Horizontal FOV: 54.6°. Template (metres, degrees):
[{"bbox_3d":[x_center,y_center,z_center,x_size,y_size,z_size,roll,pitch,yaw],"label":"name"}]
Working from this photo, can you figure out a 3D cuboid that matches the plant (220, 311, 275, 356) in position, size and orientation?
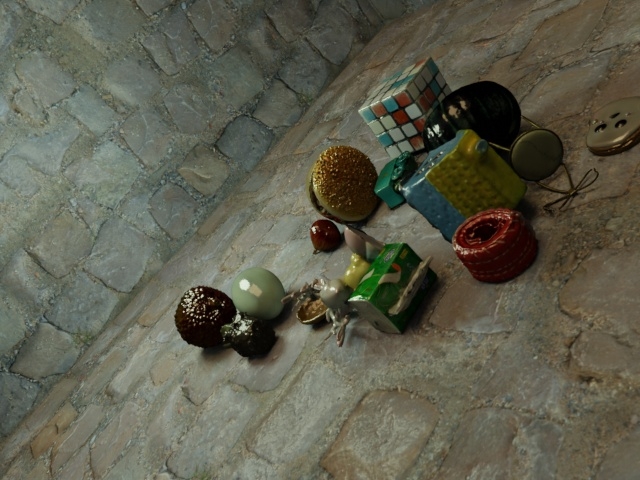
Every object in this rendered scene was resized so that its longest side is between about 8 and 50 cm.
[{"bbox_3d":[-0.254,0.319,2.107,0.203,0.131,0.142,-13,47,47],"label":"plant"}]

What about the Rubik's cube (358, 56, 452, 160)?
[{"bbox_3d":[0.349,-0.506,2.395,0.256,0.253,0.259,-17,28,45],"label":"Rubik's cube"}]

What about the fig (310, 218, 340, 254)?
[{"bbox_3d":[-0.002,-0.011,2.305,0.153,0.119,0.119,-34,25,23],"label":"fig"}]

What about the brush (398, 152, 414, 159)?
[{"bbox_3d":[0.332,-0.336,2.459,0.170,0.014,0.043,-30,25,30],"label":"brush"}]

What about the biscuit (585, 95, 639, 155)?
[{"bbox_3d":[0.787,-0.309,1.638,0.181,0.049,0.208,-18,32,47],"label":"biscuit"}]

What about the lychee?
[{"bbox_3d":[-0.438,0.294,2.343,0.271,0.236,0.236,-47,16,37],"label":"lychee"}]

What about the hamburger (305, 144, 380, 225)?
[{"bbox_3d":[0.088,-0.206,2.296,0.302,0.302,0.170,-53,17,-22],"label":"hamburger"}]

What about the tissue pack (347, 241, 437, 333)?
[{"bbox_3d":[0.212,0.128,1.674,0.209,0.148,0.156,-53,23,-24],"label":"tissue pack"}]

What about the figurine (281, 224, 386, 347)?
[{"bbox_3d":[0.049,0.121,1.794,0.316,0.206,0.284,-61,-6,9],"label":"figurine"}]

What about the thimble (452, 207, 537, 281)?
[{"bbox_3d":[0.432,0.013,1.553,0.189,0.125,0.163,-19,35,43],"label":"thimble"}]

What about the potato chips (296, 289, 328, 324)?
[{"bbox_3d":[0.017,0.201,1.987,0.202,0.049,0.150,-45,27,-3],"label":"potato chips"}]

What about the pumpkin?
[{"bbox_3d":[0.476,-0.341,1.926,0.315,0.238,0.315,-27,-17,-9],"label":"pumpkin"}]

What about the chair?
[{"bbox_3d":[0.590,-0.222,1.674,0.159,0.170,0.326,-37,17,11],"label":"chair"}]

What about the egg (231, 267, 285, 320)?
[{"bbox_3d":[-0.218,0.194,2.209,0.183,0.183,0.264,-46,29,-8],"label":"egg"}]

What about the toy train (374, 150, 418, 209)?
[{"bbox_3d":[0.281,-0.219,2.216,0.163,0.112,0.203,-31,23,38],"label":"toy train"}]

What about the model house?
[{"bbox_3d":[0.395,-0.159,1.683,0.215,0.237,0.303,-50,7,-20],"label":"model house"}]
